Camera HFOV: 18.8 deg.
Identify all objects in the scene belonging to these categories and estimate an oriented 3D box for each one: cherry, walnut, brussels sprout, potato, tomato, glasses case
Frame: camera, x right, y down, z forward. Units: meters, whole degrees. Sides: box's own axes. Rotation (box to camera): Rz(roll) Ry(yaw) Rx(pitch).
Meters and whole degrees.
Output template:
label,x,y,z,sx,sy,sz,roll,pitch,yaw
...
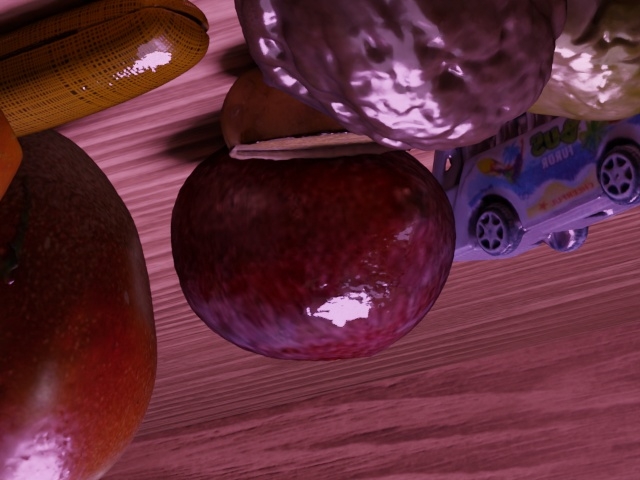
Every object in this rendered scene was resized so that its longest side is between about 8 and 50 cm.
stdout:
label,x,y,z,sx,sy,sz,roll,pitch,yaw
cherry,0.000,0.000,1.610,0.230,0.203,0.300,9,172,-26
walnut,0.034,-0.142,1.027,0.178,0.178,0.230,-16,158,23
brussels sprout,0.174,-0.148,1.269,0.145,0.131,0.183,14,165,-9
potato,0.024,-0.108,1.436,0.200,0.081,0.164,-7,177,-4
tomato,-0.261,0.060,1.447,0.303,0.303,0.239,-16,166,24
glasses case,-0.180,-0.109,1.272,0.234,0.064,0.079,-16,161,27

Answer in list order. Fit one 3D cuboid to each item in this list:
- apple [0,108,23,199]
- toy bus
label,x,y,z,sx,sy,sz,roll,pitch,yaw
apple,-0.262,-0.068,1.184,0.163,0.146,0.147,-28,162,15
toy bus,0.222,-0.075,1.626,0.109,0.136,0.330,-4,167,-39
